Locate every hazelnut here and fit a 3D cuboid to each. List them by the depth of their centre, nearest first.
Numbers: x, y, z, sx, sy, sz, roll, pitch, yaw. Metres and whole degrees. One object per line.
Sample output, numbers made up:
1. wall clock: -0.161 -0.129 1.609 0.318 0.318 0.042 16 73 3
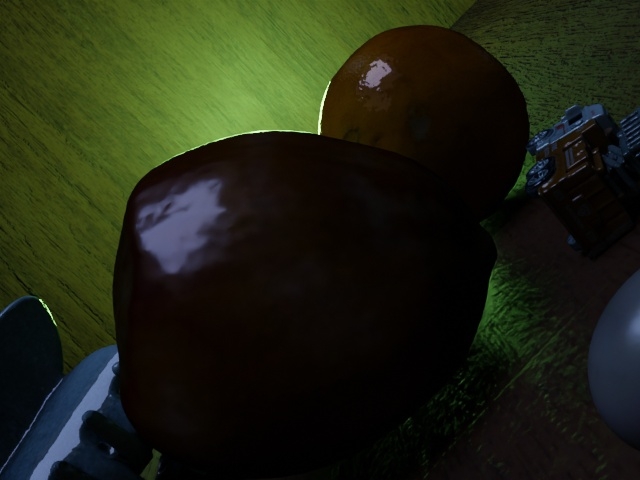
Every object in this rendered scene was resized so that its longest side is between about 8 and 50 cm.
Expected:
1. hazelnut: -0.026 0.054 0.932 0.366 0.366 0.366 -44 9 9

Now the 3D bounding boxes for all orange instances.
1. orange: 0.121 -0.128 1.195 0.261 0.261 0.261 -44 9 9

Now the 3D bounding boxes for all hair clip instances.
1. hair clip: -0.286 0.264 1.127 0.238 0.392 0.318 5 55 47

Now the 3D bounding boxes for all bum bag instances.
1. bum bag: -0.139 0.257 1.256 0.248 0.060 0.123 -37 21 49

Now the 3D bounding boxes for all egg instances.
1. egg: 0.202 0.054 0.517 0.135 0.103 0.103 -44 9 -2

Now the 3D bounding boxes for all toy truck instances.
1. toy truck: 0.254 -0.071 0.903 0.115 0.080 0.178 -36 13 22
